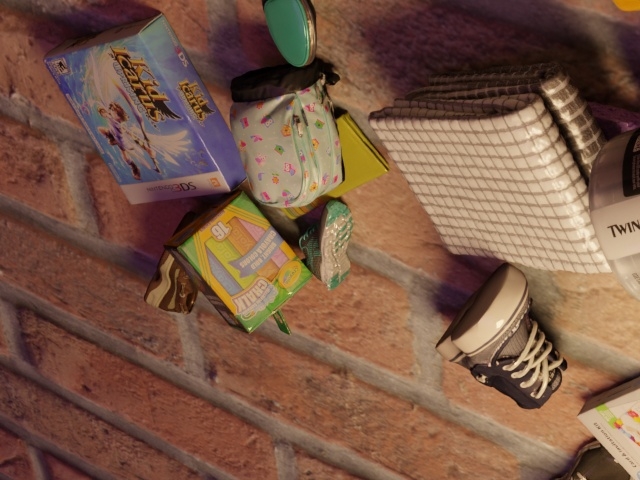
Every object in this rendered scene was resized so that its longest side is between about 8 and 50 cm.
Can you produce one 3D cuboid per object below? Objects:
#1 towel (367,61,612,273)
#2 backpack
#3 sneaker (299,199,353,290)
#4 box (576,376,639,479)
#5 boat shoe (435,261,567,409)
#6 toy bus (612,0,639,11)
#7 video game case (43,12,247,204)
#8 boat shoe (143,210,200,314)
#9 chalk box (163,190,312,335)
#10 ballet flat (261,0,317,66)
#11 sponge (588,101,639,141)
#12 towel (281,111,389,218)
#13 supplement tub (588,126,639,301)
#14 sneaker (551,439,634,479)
[{"bbox_3d":[0.220,-0.084,1.589,0.284,0.121,0.235,7,136,57],"label":"towel"},{"bbox_3d":[-0.044,-0.135,1.800,0.152,0.115,0.182,-1,109,47],"label":"backpack"},{"bbox_3d":[0.000,0.000,1.969,0.076,0.065,0.166,32,142,23],"label":"sneaker"},{"bbox_3d":[0.446,0.244,1.802,0.145,0.038,0.186,47,143,-5],"label":"box"},{"bbox_3d":[0.252,0.130,1.751,0.158,0.127,0.340,35,173,3],"label":"boat shoe"},{"bbox_3d":[0.281,-0.373,1.260,0.108,0.130,0.332,0,126,45],"label":"toy bus"},{"bbox_3d":[-0.256,-0.184,2.026,0.244,0.061,0.269,-6,122,45],"label":"video game case"},{"bbox_3d":[-0.204,0.041,2.194,0.095,0.095,0.257,28,150,-3],"label":"boat shoe"},{"bbox_3d":[-0.106,0.047,2.024,0.213,0.132,0.132,50,169,-12],"label":"chalk box"},{"bbox_3d":[-0.042,-0.313,1.683,0.074,0.074,0.203,2,128,42],"label":"ballet flat"},{"bbox_3d":[0.364,-0.057,1.586,0.117,0.031,0.210,15,136,35],"label":"sponge"},{"bbox_3d":[-0.004,-0.100,1.908,0.102,0.021,0.237,48,144,-13],"label":"towel"},{"bbox_3d":[0.442,-0.054,1.358,0.316,0.193,0.193,-19,112,42],"label":"supplement tub"},{"bbox_3d":[0.357,0.377,1.946,0.086,0.132,0.228,38,144,8],"label":"sneaker"}]
